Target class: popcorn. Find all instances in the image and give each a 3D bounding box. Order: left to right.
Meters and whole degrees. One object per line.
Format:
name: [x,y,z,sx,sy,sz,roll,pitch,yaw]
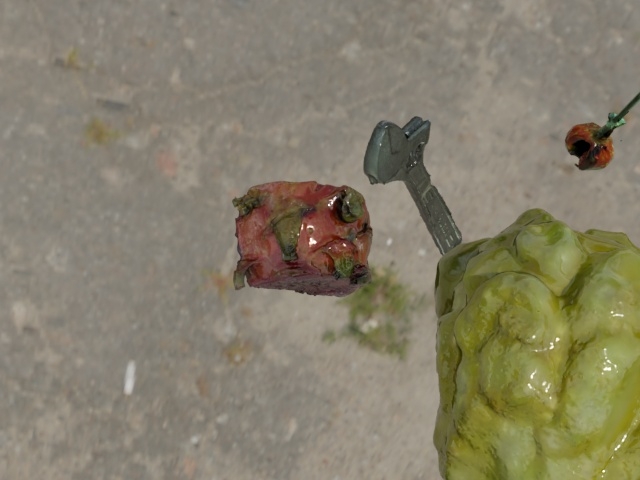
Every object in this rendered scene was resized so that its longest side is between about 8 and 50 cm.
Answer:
popcorn: [0.171,0.107,0.905,0.250,0.235,0.241,37,22,-12]

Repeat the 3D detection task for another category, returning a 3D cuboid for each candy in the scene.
candy: [0.299,-0.121,1.486,0.055,0.184,0.049,37,66,2]

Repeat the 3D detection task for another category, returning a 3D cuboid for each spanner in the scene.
spanner: [0.110,-0.048,1.576,0.026,0.325,0.093,29,77,28]

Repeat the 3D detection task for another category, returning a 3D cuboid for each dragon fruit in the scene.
dragon fruit: [0.000,0.000,1.340,0.147,0.096,0.102,11,75,-34]
